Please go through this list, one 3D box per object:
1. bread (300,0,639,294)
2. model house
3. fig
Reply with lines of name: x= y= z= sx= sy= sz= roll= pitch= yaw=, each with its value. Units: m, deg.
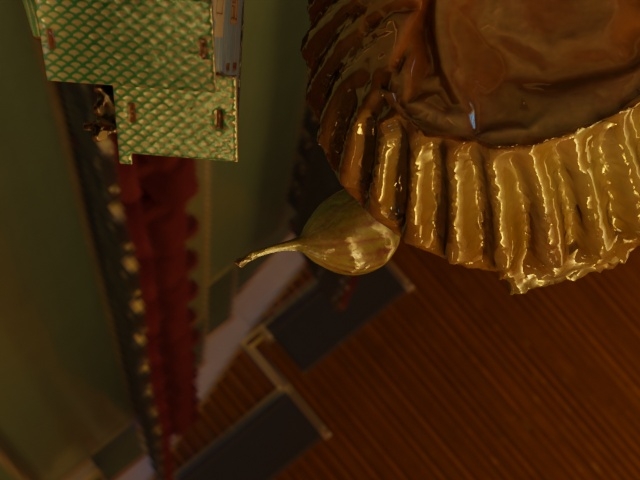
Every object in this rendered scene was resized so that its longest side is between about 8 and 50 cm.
bread: x=0.098 y=-0.105 z=0.657 sx=0.240 sy=0.240 sz=0.139 roll=-40 pitch=154 yaw=-3
model house: x=-0.142 y=-0.188 z=1.051 sx=0.206 sy=0.178 sz=0.271 roll=-71 pitch=168 yaw=-81
fig: x=0.008 y=0.011 z=1.338 sx=0.166 sy=0.093 sz=0.093 roll=-37 pitch=168 yaw=-25
